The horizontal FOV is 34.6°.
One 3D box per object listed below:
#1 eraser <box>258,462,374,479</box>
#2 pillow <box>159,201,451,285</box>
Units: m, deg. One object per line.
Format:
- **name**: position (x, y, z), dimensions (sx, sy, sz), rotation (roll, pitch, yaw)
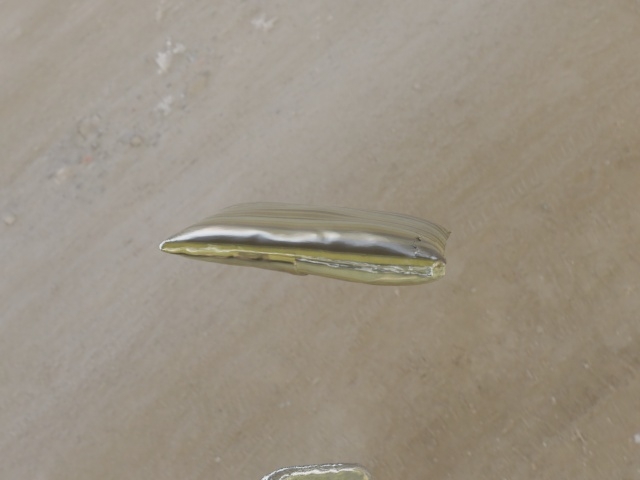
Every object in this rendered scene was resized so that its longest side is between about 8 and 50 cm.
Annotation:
- **eraser**: position (-0.052, 0.284, 0.741), dimensions (0.061, 0.089, 0.352), rotation (-112, 35, -42)
- **pillow**: position (0.000, 0.000, 0.832), dimensions (0.208, 0.052, 0.212), rotation (4, 10, 8)
